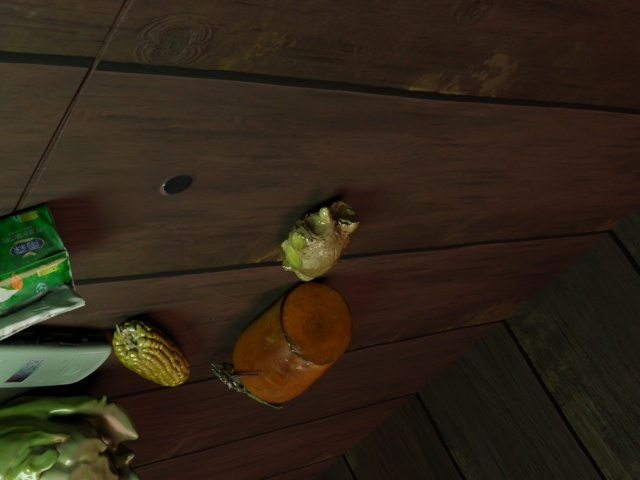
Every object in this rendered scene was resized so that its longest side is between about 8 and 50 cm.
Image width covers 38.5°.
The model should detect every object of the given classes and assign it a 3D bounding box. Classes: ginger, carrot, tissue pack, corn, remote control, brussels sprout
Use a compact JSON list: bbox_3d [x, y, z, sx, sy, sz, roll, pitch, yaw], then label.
[{"bbox_3d":[0.000,0.000,1.753,0.157,0.102,0.216,-27,157,-21],"label":"ginger"},{"bbox_3d":[-0.092,0.259,2.041,0.331,0.193,0.214,-40,-165,33],"label":"carrot"},{"bbox_3d":[-0.462,0.074,1.319,0.209,0.156,0.148,-21,157,-21],"label":"tissue pack"},{"bbox_3d":[-0.334,0.235,1.848,0.101,0.101,0.310,-29,155,-2],"label":"corn"},{"bbox_3d":[-0.515,0.214,1.660,0.140,0.056,0.296,-38,156,24],"label":"remote control"},{"bbox_3d":[-0.591,0.491,1.801,0.360,0.343,0.425,1,-155,24],"label":"brussels sprout"}]
